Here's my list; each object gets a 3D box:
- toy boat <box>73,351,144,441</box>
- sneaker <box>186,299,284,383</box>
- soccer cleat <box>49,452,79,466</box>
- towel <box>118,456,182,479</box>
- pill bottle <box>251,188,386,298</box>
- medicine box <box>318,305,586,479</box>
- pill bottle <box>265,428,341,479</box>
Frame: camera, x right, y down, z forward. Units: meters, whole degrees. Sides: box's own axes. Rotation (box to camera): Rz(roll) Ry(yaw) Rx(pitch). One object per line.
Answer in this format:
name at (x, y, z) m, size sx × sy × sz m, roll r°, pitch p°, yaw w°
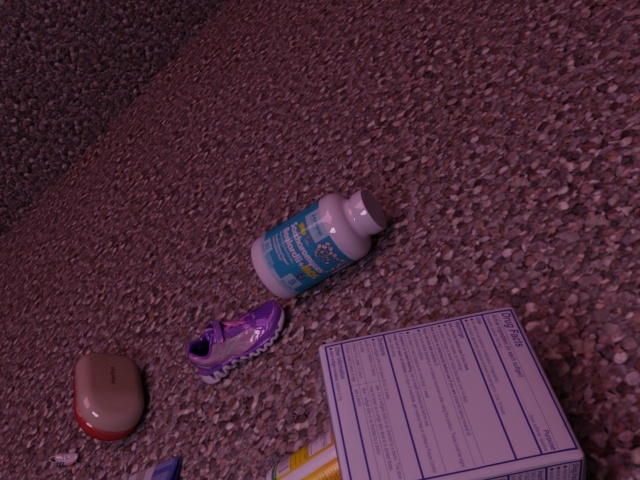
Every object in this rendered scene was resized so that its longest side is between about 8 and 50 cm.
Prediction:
toy boat at (-0.486, 0.368, 1.777) m, size 0.231 × 0.151 × 0.151 m, roll -119°, pitch 46°, yaw -56°
sneaker at (-0.182, 0.196, 1.625) m, size 0.236 × 0.104 × 0.095 m, roll -37°, pitch 33°, yaw 11°
soccer cleat at (-0.589, 0.501, 1.812) m, size 0.083 × 0.035 × 0.029 m, roll -21°, pitch 41°, yaw 34°
towel at (-0.399, 0.548, 1.539) m, size 0.285 × 0.034 × 0.209 m, roll -28°, pitch 27°, yaw 22°
pill bottle at (0.000, 0.000, 1.592) m, size 0.264 × 0.146 × 0.146 m, roll -32°, pitch 36°, yaw 22°
medicine box at (0.162, 0.250, 1.047) m, size 0.290 × 0.149 × 0.263 m, roll -11°, pitch 38°, yaw -1°
pill bottle at (0.028, 0.352, 1.215) m, size 0.208 × 0.117 × 0.117 m, roll -37°, pitch 34°, yaw 15°
